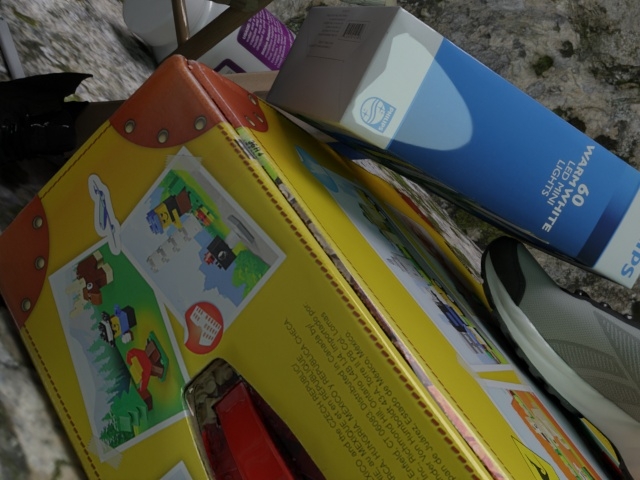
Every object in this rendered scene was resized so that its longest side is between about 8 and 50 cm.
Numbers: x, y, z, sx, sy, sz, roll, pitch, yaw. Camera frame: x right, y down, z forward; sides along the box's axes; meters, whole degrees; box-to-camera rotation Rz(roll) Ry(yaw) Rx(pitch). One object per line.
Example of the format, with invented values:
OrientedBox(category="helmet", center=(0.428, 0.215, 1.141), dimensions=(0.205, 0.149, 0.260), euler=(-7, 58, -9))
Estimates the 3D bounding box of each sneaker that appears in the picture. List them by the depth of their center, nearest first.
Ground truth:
OrientedBox(category="sneaker", center=(0.213, 0.088, 0.524), dimensions=(0.271, 0.108, 0.100), euler=(50, 14, 32))
OrientedBox(category="sneaker", center=(-0.214, -0.079, 0.544), dimensions=(0.089, 0.051, 0.170), euler=(4, 31, -12))

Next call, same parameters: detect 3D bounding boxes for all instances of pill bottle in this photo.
OrientedBox(category="pill bottle", center=(-0.149, -0.298, 1.183), dimensions=(0.301, 0.169, 0.169), euler=(29, 23, -53))

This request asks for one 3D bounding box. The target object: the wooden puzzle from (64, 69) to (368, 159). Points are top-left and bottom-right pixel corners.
OrientedBox(category="wooden puzzle", center=(-0.070, -0.116, 0.768), dimensions=(0.348, 0.322, 0.081), euler=(-78, 164, -73))

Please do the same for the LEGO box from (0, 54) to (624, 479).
OrientedBox(category="LEGO box", center=(0.069, 0.163, 0.515), dimensions=(0.500, 0.193, 0.372), euler=(54, 15, 25))

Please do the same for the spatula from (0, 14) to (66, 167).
OrientedBox(category="spatula", center=(-0.310, -0.172, 0.672), dimensions=(0.168, 0.019, 0.242), euler=(29, 23, -50))

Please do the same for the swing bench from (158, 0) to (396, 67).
OrientedBox(category="swing bench", center=(-0.115, -0.228, 0.566), dimensions=(0.253, 0.254, 0.165), euler=(-11, 93, -57))

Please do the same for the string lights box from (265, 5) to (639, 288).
OrientedBox(category="string lights box", center=(0.106, -0.064, 0.537), dimensions=(0.259, 0.077, 0.133), euler=(26, 4, -27))
